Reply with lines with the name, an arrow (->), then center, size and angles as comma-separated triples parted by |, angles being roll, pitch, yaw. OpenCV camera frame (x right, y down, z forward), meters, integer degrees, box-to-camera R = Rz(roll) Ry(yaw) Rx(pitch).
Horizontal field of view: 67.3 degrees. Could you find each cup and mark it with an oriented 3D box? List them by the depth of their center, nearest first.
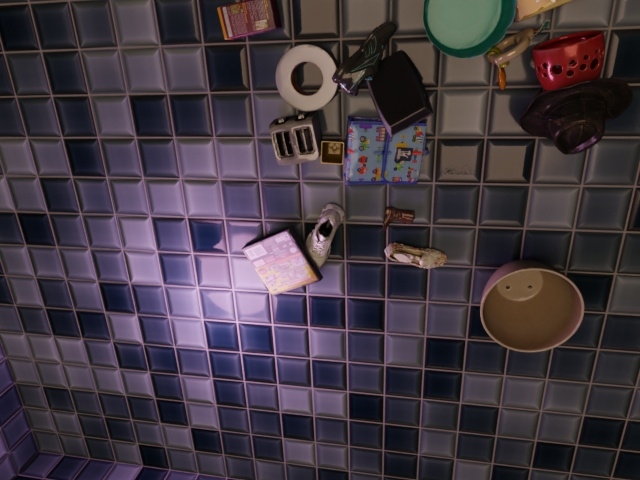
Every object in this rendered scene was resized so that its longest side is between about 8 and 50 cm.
cup -> 0.739, 0.200, 1.739 | 0.331, 0.237, 0.331 | 4, 113, 10

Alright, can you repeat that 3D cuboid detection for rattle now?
rattle -> 0.636, -0.585, 1.497 | 0.200, 0.130, 0.142 | -32, 104, 11

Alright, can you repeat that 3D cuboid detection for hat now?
hat -> 0.770, -0.343, 1.451 | 0.331, 0.331, 0.133 | -5, 74, 14

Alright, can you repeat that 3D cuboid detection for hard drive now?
hard drive -> 0.249, -0.489, 1.577 | 0.172, 0.054, 0.254 | -25, 71, 21

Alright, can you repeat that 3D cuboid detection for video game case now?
video game case -> -0.158, 0.090, 1.952 | 0.275, 0.035, 0.248 | -21, 108, 36

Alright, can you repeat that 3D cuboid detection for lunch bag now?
lunch bag -> 0.237, -0.315, 1.701 | 0.293, 0.138, 0.220 | 2, 112, -2

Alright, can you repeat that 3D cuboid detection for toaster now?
toaster -> -0.084, -0.362, 1.740 | 0.168, 0.110, 0.185 | -6, 112, 15

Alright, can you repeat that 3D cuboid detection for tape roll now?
tape roll -> -0.041, -0.563, 1.665 | 0.219, 0.072, 0.219 | 5, 113, 11

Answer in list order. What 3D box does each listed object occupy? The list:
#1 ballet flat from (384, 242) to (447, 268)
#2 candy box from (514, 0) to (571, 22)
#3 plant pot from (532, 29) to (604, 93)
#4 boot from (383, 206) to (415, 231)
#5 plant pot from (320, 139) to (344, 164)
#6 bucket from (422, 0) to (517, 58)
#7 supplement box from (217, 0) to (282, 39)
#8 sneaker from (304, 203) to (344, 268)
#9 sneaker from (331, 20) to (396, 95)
ballet flat -> 0.365, 0.069, 1.849 | 0.241, 0.077, 0.091 | 9, 114, 7
candy box -> 0.712, -0.790, 1.399 | 0.317, 0.087, 0.182 | -16, 106, 17
plant pot -> 0.753, -0.521, 1.452 | 0.191, 0.191, 0.174 | -12, 113, 16
boot -> 0.299, -0.071, 1.828 | 0.114, 0.037, 0.106 | 11, 117, 2
plant pot -> 0.046, -0.326, 1.740 | 0.082, 0.083, 0.081 | 4, 114, 5
bucket -> 0.440, -0.697, 1.446 | 0.281, 0.183, 0.281 | 4, 114, 10
supplement box -> -0.237, -0.750, 1.620 | 0.188, 0.081, 0.104 | -6, 111, 15
sneaker -> 0.000, 0.000, 1.876 | 0.110, 0.118, 0.292 | 20, 117, 1
sneaker -> 0.160, -0.593, 1.572 | 0.106, 0.101, 0.267 | 44, 98, -2
